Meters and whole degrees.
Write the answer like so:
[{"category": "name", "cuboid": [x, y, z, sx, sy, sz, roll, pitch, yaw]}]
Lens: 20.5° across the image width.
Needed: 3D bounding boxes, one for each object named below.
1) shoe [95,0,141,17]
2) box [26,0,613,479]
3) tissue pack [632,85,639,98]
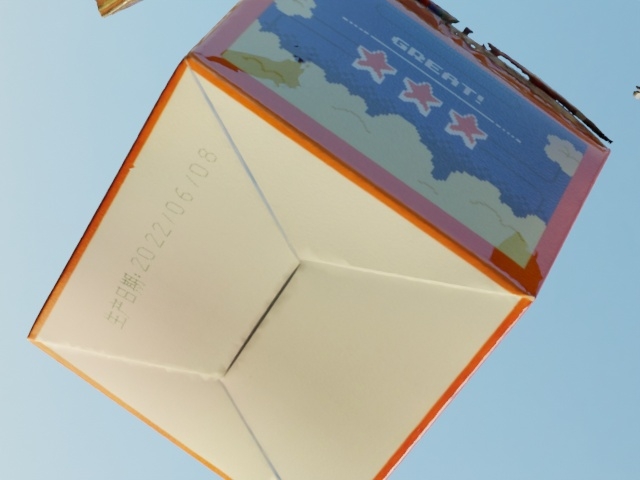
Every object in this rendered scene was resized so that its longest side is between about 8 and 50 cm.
[{"category": "shoe", "cuboid": [-0.105, -0.174, 1.010, 0.069, 0.072, 0.109, 64, -19, -7]}, {"category": "box", "cuboid": [0.000, 0.000, 1.458, 0.349, 0.318, 0.257, -57, 177, 38]}, {"category": "tissue pack", "cuboid": [0.391, -0.114, 1.264, 0.192, 0.271, 0.134, -52, 166, -6]}]
